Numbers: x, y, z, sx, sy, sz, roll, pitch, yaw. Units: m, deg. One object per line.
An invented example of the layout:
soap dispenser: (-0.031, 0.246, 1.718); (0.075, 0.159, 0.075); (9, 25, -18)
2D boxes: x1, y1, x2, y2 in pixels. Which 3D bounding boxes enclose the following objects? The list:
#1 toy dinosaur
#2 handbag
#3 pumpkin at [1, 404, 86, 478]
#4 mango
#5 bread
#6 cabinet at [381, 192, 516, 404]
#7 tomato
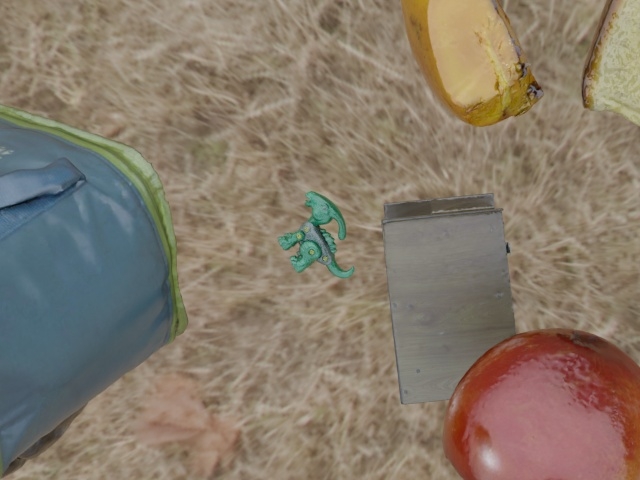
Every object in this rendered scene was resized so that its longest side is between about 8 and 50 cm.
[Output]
toy dinosaur: (0.000, 0.000, 1.841); (0.096, 0.059, 0.132); (-35, 90, 19)
handbag: (-0.264, 0.035, 0.961); (0.263, 0.241, 0.222); (16, 129, 28)
pumpkin: (-0.397, 0.081, 1.364); (0.363, 0.266, 0.363); (-2, 105, -7)
mango: (0.169, -0.258, 1.591); (0.126, 0.154, 0.252); (-26, 74, 0)
bread: (0.455, -0.327, 1.574); (0.143, 0.323, 0.333); (27, 119, 16)
cabinet: (0.156, 0.062, 1.533); (0.148, 0.175, 0.215); (-7, 97, 5)
tomato: (0.228, 0.158, 1.217); (0.200, 0.233, 0.140); (22, 108, 24)
